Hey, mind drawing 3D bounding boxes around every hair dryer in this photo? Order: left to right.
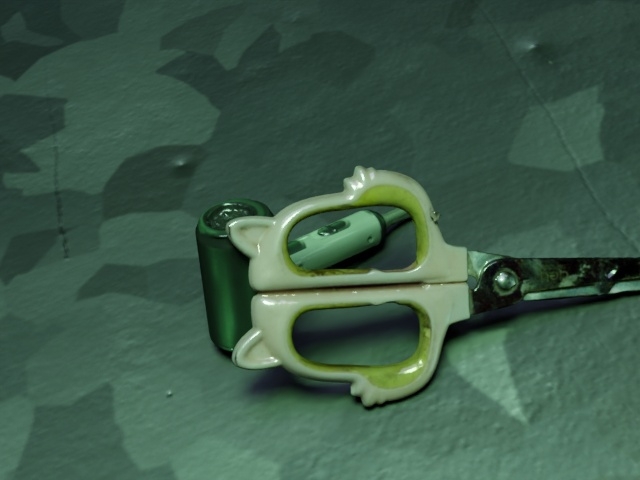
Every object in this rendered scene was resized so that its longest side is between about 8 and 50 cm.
[{"bbox_3d":[0.000,0.000,0.756,0.197,0.100,0.057,-24,38,-31],"label":"hair dryer"}]

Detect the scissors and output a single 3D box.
[{"bbox_3d":[0.097,0.027,0.691,0.317,0.160,0.024,-3,4,-9],"label":"scissors"}]
